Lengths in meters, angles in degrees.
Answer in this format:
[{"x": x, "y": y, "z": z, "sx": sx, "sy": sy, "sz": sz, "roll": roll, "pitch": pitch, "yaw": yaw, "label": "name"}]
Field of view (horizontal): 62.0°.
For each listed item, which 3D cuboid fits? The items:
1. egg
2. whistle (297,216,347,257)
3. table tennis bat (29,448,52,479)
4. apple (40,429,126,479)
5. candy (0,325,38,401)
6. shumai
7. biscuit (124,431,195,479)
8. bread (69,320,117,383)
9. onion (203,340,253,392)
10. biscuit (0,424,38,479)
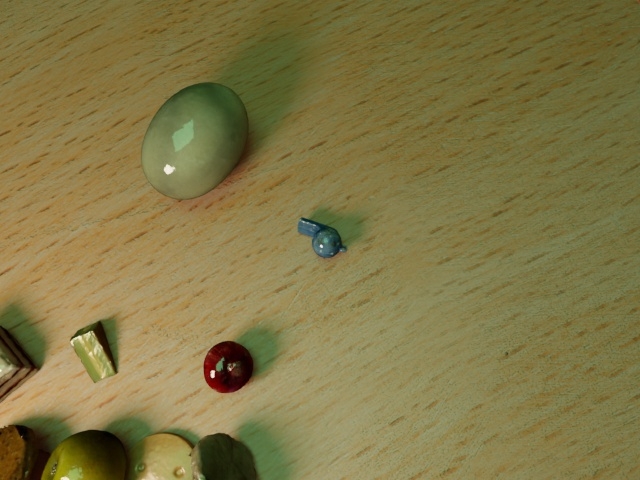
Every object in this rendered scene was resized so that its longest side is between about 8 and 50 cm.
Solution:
[{"x": -0.345, "y": -0.276, "z": 1.483, "sx": 0.258, "sy": 0.258, "sz": 0.352, "roll": 29, "pitch": 71, "yaw": 13, "label": "egg"}, {"x": 0.000, "y": 0.000, "z": 1.457, "sx": 0.157, "sy": 0.090, "sz": 0.090, "roll": 19, "pitch": 74, "yaw": 10, "label": "whistle"}, {"x": -0.764, "y": 0.720, "z": 1.291, "sx": 0.268, "sy": 0.051, "sz": 0.415, "roll": 17, "pitch": 76, "yaw": 7, "label": "table tennis bat"}, {"x": -0.560, "y": 0.549, "z": 1.260, "sx": 0.196, "sy": 0.157, "sz": 0.196, "roll": -27, "pitch": 46, "yaw": 33, "label": "apple"}, {"x": -0.928, "y": 0.372, "z": 1.374, "sx": 0.320, "sy": 0.135, "sz": 0.179, "roll": -41, "pitch": 72, "yaw": -10, "label": "candy"}, {"x": -0.242, "y": 0.563, "z": 1.251, "sx": 0.120, "sy": 0.201, "sz": 0.201, "roll": -41, "pitch": 72, "yaw": 16, "label": "shumai"}, {"x": -0.401, "y": 0.651, "z": 1.284, "sx": 0.275, "sy": 0.052, "sz": 0.355, "roll": 9, "pitch": 73, "yaw": 7, "label": "biscuit"}, {"x": -0.603, "y": 0.301, "z": 1.437, "sx": 0.074, "sy": 0.084, "sz": 0.139, "roll": -26, "pitch": 102, "yaw": -5, "label": "bread"}, {"x": -0.232, "y": 0.318, "z": 1.348, "sx": 0.131, "sy": 0.131, "sz": 0.131, "roll": -1, "pitch": 71, "yaw": 4, "label": "onion"}, {"x": -0.800, "y": 0.573, "z": 1.264, "sx": 0.296, "sy": 0.075, "sz": 0.296, "roll": -22, "pitch": 32, "yaw": 14, "label": "biscuit"}]
